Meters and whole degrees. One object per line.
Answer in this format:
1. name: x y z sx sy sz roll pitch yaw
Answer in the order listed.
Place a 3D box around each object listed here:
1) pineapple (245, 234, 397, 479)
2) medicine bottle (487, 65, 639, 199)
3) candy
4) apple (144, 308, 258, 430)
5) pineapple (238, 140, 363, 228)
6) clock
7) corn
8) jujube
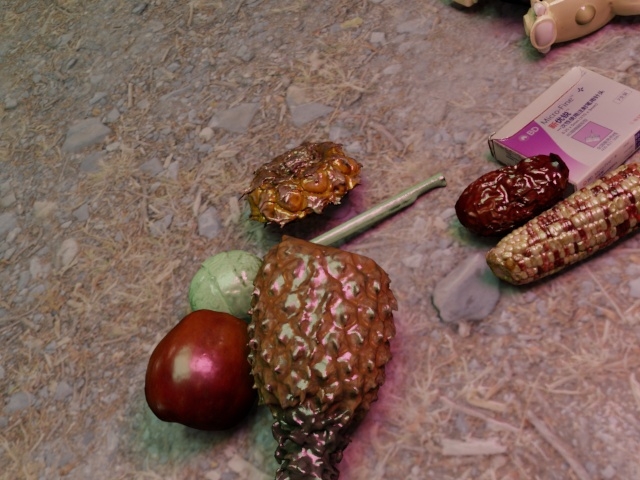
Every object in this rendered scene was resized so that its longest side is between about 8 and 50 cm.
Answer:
1. pineapple: -0.008 0.188 0.975 0.202 0.202 0.362 -5 60 20
2. medicine bottle: 0.383 -0.161 1.164 0.201 0.052 0.171 -39 49 -11
3. candy: 0.000 0.000 1.187 0.440 0.119 0.119 -29 47 -8
4. apple: -0.157 0.176 1.063 0.147 0.156 0.158 -30 47 62
5. pineapple: -0.034 -0.100 1.243 0.224 0.076 0.225 -18 24 9
6. clock: 0.408 -0.451 1.347 0.276 0.120 0.379 -35 43 -9
7. corn: 0.344 -0.017 1.044 0.253 0.086 0.086 -30 48 0
8. jujube: 0.268 -0.060 1.087 0.166 0.104 0.104 -28 42 37
